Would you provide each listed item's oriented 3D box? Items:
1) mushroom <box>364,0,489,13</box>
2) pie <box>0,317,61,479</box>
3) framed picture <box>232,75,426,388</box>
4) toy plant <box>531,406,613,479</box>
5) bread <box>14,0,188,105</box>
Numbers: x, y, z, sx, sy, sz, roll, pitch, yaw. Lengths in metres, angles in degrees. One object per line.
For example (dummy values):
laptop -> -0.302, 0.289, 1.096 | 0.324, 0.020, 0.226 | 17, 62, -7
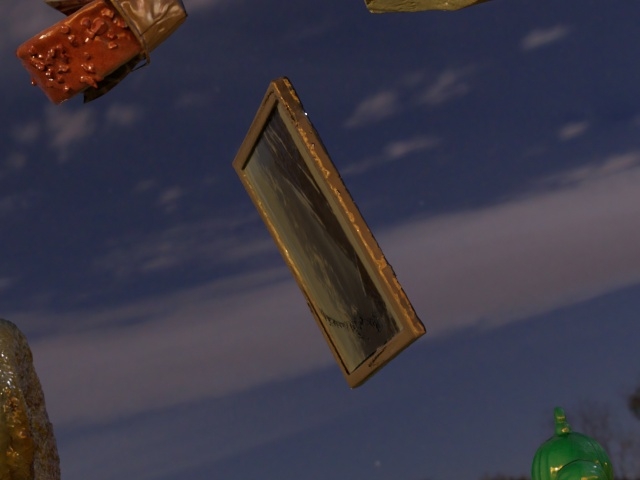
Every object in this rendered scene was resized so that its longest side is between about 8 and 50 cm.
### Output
mushroom -> 0.229, -0.408, 1.829 | 0.333, 0.107, 0.087 | -19, -32, 6
pie -> -0.386, 0.230, 1.501 | 0.079, 0.277, 0.277 | -12, -17, -7
framed picture -> 0.000, 0.000, 1.430 | 0.022, 0.335, 0.247 | -24, -11, -22
toy plant -> 0.271, 0.273, 1.263 | 0.105, 0.200, 0.143 | -14, -12, 6
bread -> -0.295, -0.273, 1.583 | 0.212, 0.142, 0.224 | -35, 15, -15
